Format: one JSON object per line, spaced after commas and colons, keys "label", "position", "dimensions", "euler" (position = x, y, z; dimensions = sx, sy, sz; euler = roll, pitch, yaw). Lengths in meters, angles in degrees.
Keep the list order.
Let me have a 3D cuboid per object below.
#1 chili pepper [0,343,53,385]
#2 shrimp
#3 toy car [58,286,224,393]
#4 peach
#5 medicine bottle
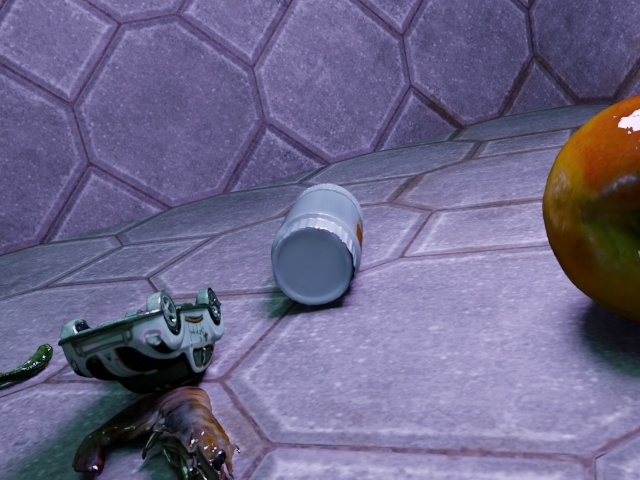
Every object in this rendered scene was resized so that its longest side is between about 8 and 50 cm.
{"label": "chili pepper", "position": [-0.486, 0.213, 1.050], "dimensions": [0.055, 0.035, 0.118], "euler": [-14, 18, 50]}
{"label": "shrimp", "position": [-0.186, 0.231, 0.704], "dimensions": [0.169, 0.058, 0.296], "euler": [-23, 13, -18]}
{"label": "toy car", "position": [-0.220, 0.140, 0.859], "dimensions": [0.136, 0.125, 0.306], "euler": [-18, -3, 5]}
{"label": "peach", "position": [0.430, -0.039, 0.777], "dimensions": [0.308, 0.307, 0.332], "euler": [-3, 4, 32]}
{"label": "medicine bottle", "position": [0.000, 0.000, 1.194], "dimensions": [0.158, 0.158, 0.318], "euler": [-10, 14, 8]}
